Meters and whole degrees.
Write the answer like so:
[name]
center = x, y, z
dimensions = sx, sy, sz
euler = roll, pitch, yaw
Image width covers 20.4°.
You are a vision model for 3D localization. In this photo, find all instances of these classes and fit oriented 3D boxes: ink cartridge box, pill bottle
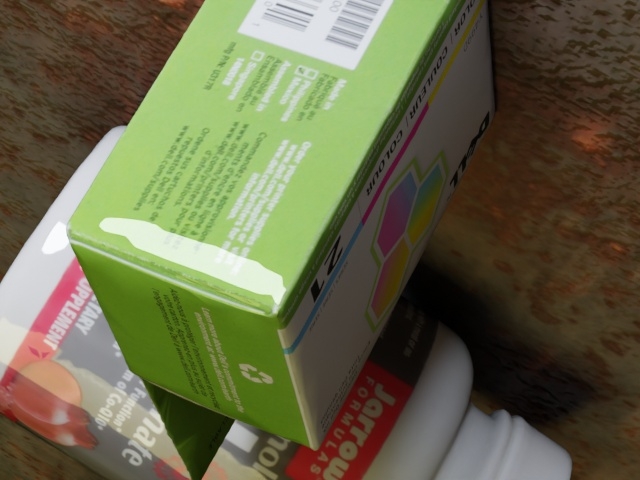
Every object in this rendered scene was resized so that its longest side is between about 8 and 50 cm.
[ink cartridge box]
center = 0.000, 0.000, 0.789
dimensions = 0.097, 0.189, 0.255
euler = 20, 155, 19
[pill bottle]
center = -0.026, 0.089, 0.998
dimensions = 0.318, 0.176, 0.176
euler = 32, 155, -3
